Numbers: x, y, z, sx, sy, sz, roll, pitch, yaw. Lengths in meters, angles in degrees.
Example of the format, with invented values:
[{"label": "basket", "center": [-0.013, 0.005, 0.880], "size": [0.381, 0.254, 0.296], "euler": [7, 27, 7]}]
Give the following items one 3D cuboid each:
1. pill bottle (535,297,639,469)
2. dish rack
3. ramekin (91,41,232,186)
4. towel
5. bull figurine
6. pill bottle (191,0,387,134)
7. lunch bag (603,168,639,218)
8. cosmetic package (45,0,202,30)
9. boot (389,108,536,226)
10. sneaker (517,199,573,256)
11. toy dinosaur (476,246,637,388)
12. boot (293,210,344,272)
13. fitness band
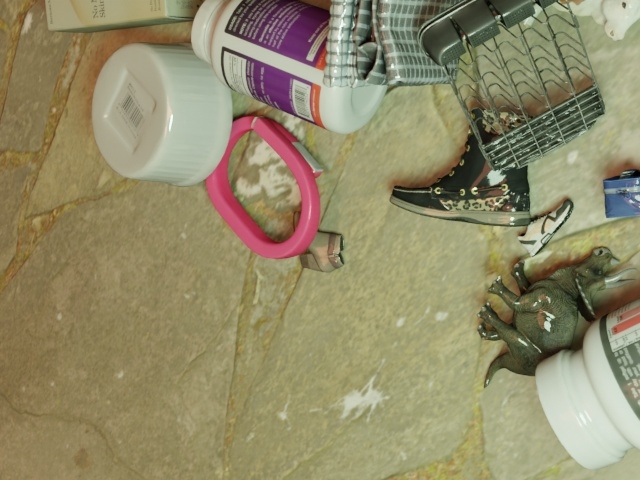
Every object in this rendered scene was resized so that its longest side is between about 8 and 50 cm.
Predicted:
[{"label": "pill bottle", "center": [0.492, 0.166, 1.164], "size": [0.363, 0.210, 0.210], "euler": [-33, 82, 28]}, {"label": "dish rack", "center": [0.279, -0.228, 1.200], "size": [0.208, 0.271, 0.074], "euler": [-28, 40, 11]}, {"label": "ramekin", "center": [-0.306, -0.238, 1.605], "size": [0.277, 0.135, 0.277], "euler": [3, 95, 42]}, {"label": "towel", "center": [0.127, -0.340, 1.257], "size": [0.121, 0.284, 0.234], "euler": [15, 108, 28]}, {"label": "bull figurine", "center": [0.337, -0.410, 1.220], "size": [0.188, 0.101, 0.310], "euler": [-23, 88, 35]}, {"label": "pill bottle", "center": [-0.054, -0.310, 1.436], "size": [0.323, 0.181, 0.181], "euler": [27, 113, 25]}, {"label": "lunch bag", "center": [0.443, -0.069, 1.224], "size": [0.067, 0.098, 0.065], "euler": [-4, 95, 38]}, {"label": "cosmetic package", "center": [-0.382, -0.489, 1.646], "size": [0.310, 0.113, 0.160], "euler": [2, 101, 31]}, {"label": "boot", "center": [0.228, -0.120, 1.363], "size": [0.237, 0.085, 0.178], "euler": [10, 100, 32]}, {"label": "sneaker", "center": [0.347, -0.025, 1.329], "size": [0.044, 0.040, 0.109], "euler": [46, 119, 18]}, {"label": "toy dinosaur", "center": [0.329, 0.136, 1.324], "size": [0.160, 0.121, 0.313], "euler": [36, 115, 24]}, {"label": "boot", "center": [0.000, 0.000, 1.553], "size": [0.087, 0.042, 0.118], "euler": [-8, 96, 26]}, {"label": "fitness band", "center": [-0.104, -0.098, 1.558], "size": [0.291, 0.054, 0.209], "euler": [49, 120, 28]}]
